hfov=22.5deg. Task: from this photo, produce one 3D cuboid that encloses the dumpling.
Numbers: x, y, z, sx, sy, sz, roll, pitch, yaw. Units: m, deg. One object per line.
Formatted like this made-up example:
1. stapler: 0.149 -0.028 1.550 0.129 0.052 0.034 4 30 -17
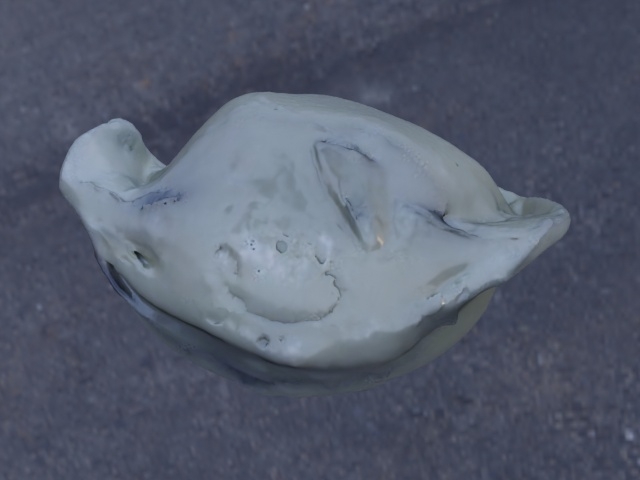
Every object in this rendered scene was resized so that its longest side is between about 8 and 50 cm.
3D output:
1. dumpling: 0.000 0.000 1.049 0.318 0.187 0.243 9 8 10
